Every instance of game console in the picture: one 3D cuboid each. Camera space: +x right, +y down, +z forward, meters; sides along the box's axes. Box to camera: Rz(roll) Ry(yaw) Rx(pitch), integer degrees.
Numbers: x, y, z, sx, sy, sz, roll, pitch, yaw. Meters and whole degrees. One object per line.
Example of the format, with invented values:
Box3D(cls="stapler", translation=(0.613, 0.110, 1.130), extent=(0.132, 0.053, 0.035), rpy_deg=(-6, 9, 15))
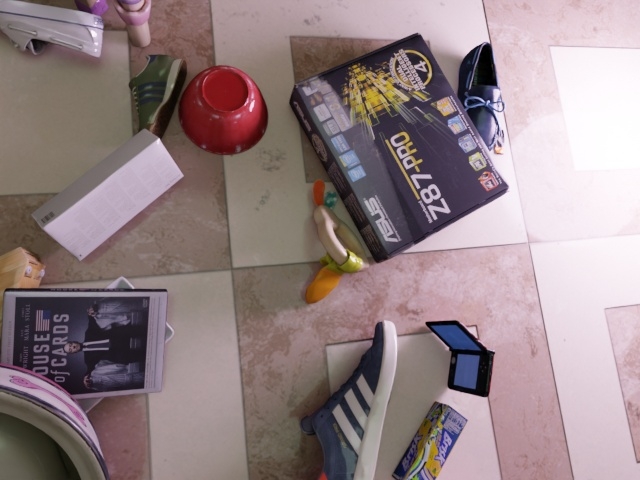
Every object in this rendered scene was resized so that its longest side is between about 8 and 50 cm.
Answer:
Box3D(cls="game console", translation=(0.256, 0.223, 0.901), extent=(0.085, 0.144, 0.124), rpy_deg=(14, 77, -9))

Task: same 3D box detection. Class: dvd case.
Box3D(cls="dvd case", translation=(-0.379, 0.168, 0.768), extent=(0.238, 0.029, 0.180), rpy_deg=(3, 94, -27))

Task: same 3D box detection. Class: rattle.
Box3D(cls="rattle", translation=(0.000, 0.000, 0.944), extent=(0.130, 0.143, 0.200), rpy_deg=(-13, 64, -47))

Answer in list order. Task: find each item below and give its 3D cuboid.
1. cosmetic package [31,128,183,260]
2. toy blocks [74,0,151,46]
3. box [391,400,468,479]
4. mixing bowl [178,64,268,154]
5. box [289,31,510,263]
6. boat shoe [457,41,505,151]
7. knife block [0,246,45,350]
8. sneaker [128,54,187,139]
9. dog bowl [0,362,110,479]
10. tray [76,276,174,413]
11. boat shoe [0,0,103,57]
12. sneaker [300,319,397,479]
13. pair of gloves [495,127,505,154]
Box3D(cls="cosmetic package", translation=(-0.368, -0.083, 0.833), extent=(0.060, 0.099, 0.239), rpy_deg=(33, 69, 35))
Box3D(cls="toy blocks", translation=(-0.394, -0.580, 0.844), extent=(0.308, 0.260, 0.289), rpy_deg=(29, 75, -6))
Box3D(cls="box", translation=(0.209, 0.397, 0.900), extent=(0.054, 0.059, 0.169), rpy_deg=(38, 73, -3))
Box3D(cls="mixing bowl", translation=(-0.187, -0.270, 0.917), extent=(0.181, 0.098, 0.182), rpy_deg=(3, 78, -13))
Box3D(cls="box", translation=(0.163, -0.198, 0.987), extent=(0.318, 0.097, 0.395), rpy_deg=(-27, 87, -14))
Box3D(cls="boat shoe", translation=(0.350, -0.322, 1.054), extent=(0.108, 0.089, 0.259), rpy_deg=(-2, 76, -9))
Box3D(cls="knife block", translation=(-0.611, 0.124, 0.744), extent=(0.241, 0.088, 0.276), rpy_deg=(15, 77, -11))
Box3D(cls="sneaker", translation=(-0.329, -0.275, 0.907), extent=(0.086, 0.064, 0.192), rpy_deg=(17, 76, -1))
Box3D(cls="dog bowl", translation=(-0.497, 0.354, 0.642), extent=(0.407, 0.150, 0.408), rpy_deg=(-3, 100, -19))
Box3D(cls="tray", translation=(-0.399, 0.199, 0.796), extent=(0.270, 0.030, 0.145), rpy_deg=(-42, 109, -17))
Box3D(cls="boat shoe", translation=(-0.534, -0.387, 0.863), extent=(0.257, 0.095, 0.084), rpy_deg=(7, 105, 0))
Box3D(cls="sneaker", translation=(0.047, 0.302, 0.853), extent=(0.148, 0.131, 0.350), rpy_deg=(11, 65, 13))
Box3D(cls="pair of gloves", translation=(0.392, -0.237, 1.093), extent=(0.083, 0.010, 0.074), rpy_deg=(2, 79, -14))
